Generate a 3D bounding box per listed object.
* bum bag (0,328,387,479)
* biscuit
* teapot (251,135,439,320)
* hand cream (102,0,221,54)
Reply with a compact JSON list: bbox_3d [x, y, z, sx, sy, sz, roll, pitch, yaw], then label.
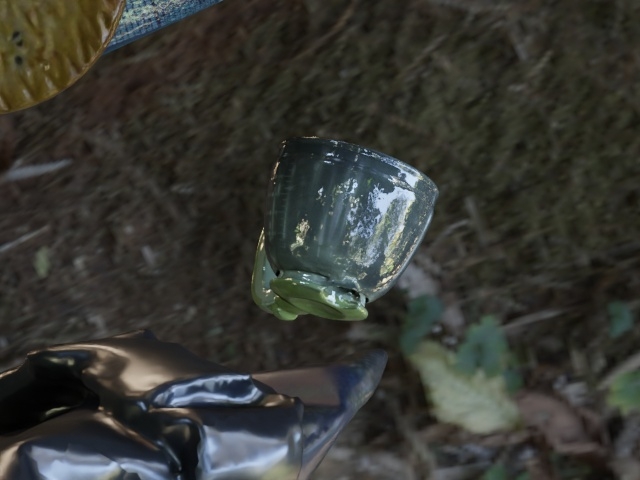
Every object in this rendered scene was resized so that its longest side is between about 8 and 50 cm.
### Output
[{"bbox_3d":[-0.073,0.085,0.371,0.074,0.137,0.310,60,23,-10],"label":"bum bag"},{"bbox_3d":[-0.194,-0.158,1.053,0.188,0.188,0.027,46,21,-12],"label":"biscuit"},{"bbox_3d":[0.008,0.002,1.060,0.092,0.124,0.091,18,76,3],"label":"teapot"},{"bbox_3d":[-0.114,-0.167,1.197,0.270,0.120,0.061,-25,53,-9],"label":"hand cream"}]
